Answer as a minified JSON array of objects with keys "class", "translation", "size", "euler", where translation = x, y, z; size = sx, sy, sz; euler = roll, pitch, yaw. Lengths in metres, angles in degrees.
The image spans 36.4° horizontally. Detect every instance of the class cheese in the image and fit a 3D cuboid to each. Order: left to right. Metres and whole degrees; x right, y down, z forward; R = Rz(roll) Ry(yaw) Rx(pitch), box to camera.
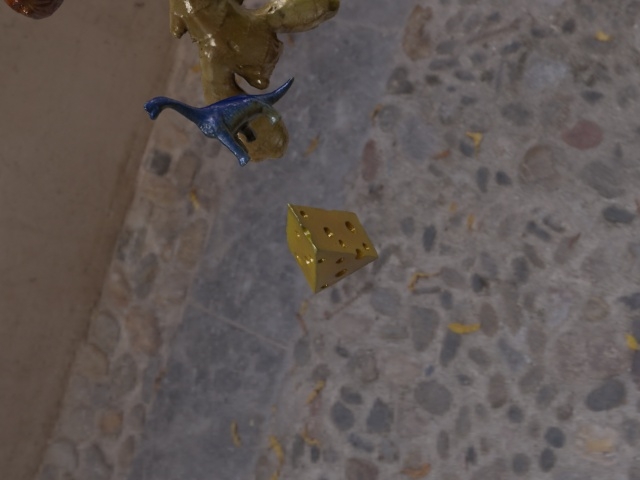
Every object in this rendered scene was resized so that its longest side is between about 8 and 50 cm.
[{"class":"cheese","translation":[0.000,0.000,1.518],"size":[0.126,0.171,0.093],"euler":[-30,68,6]}]

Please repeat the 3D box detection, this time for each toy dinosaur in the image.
[{"class":"toy dinosaur","translation":[-0.159,-0.233,1.621],"size":[0.075,0.188,0.247],"euler":[-4,43,55]}]

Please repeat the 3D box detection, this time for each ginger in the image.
[{"class":"ginger","translation":[-0.170,-0.356,1.830],"size":[0.363,0.348,0.122],"euler":[-66,24,12]}]

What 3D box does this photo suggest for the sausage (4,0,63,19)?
[{"class":"sausage","translation":[-0.288,-0.321,1.053],"size":[0.076,0.076,0.197],"euler":[-9,55,35]}]
